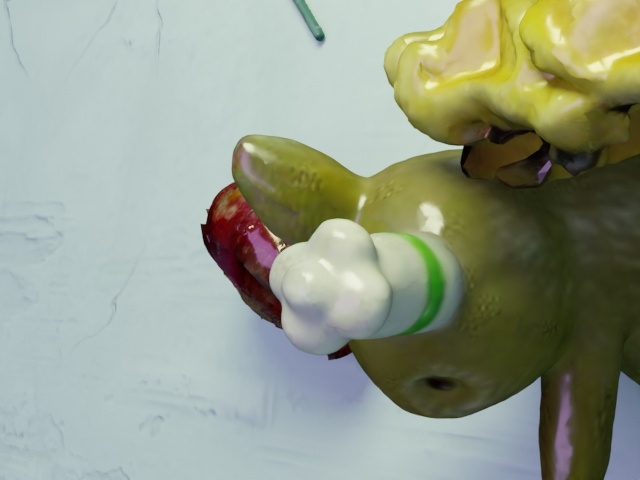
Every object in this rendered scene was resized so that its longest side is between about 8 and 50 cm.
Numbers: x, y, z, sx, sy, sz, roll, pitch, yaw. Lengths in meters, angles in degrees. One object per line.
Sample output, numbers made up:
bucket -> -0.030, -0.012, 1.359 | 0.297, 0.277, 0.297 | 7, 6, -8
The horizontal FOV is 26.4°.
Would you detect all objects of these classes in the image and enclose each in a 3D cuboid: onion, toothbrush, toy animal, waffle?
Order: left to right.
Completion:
toothbrush -> -0.032, -0.221, 1.085 | 0.014, 0.011, 0.167 | -42, 59, 25
onion -> 0.000, 0.000, 0.974 | 0.140, 0.150, 0.150 | -42, 54, -4
toy animal -> 0.085, 0.030, 0.733 | 0.181, 0.363, 0.180 | 33, 123, 44
waffle -> 0.237, -0.126, 0.595 | 0.382, 0.380, 0.095 | -2, 111, 51
